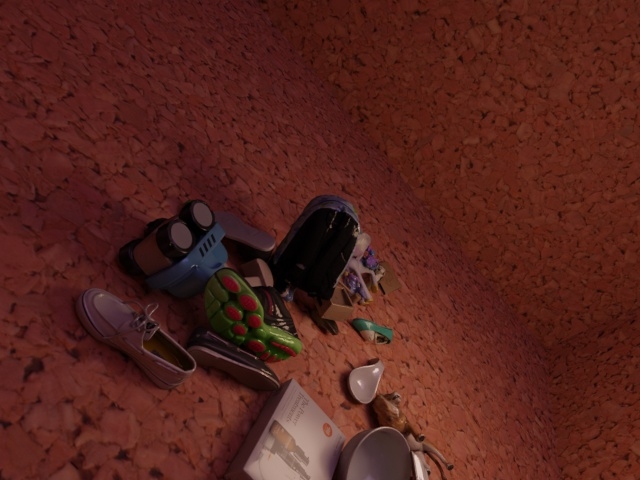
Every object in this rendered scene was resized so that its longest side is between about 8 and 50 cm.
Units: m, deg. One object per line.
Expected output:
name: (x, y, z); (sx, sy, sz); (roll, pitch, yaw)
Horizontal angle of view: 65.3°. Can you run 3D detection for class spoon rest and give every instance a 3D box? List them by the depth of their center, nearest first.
spoon rest: (0.191, 0.550, 2.016); (0.137, 0.084, 0.276); (55, 30, 2)

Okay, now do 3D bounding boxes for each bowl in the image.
bowl: (0.154, 0.757, 1.661); (0.297, 0.134, 0.298); (2, 86, -38)

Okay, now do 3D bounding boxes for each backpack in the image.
backpack: (0.000, 0.000, 1.882); (0.290, 0.356, 0.273); (24, 36, -7)

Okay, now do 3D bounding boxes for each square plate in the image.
square plate: (0.367, 0.942, 1.713); (0.347, 0.049, 0.344); (75, 7, -51)

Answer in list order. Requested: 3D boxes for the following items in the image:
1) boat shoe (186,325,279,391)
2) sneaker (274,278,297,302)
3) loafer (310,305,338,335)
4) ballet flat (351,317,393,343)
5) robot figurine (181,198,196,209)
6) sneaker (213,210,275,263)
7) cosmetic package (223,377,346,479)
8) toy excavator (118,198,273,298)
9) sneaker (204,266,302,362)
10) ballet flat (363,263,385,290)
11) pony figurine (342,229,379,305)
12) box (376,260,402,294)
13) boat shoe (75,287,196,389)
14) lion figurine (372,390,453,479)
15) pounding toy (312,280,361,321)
boat shoe: (-0.259, 0.369, 1.560); (0.335, 0.112, 0.096); (33, 41, -25)
sneaker: (-0.133, 0.159, 1.991); (0.081, 0.080, 0.211); (60, 25, -33)
loafer: (0.016, 0.329, 2.027); (0.148, 0.050, 0.056); (50, 26, 0)
ballet flat: (0.237, 0.413, 2.223); (0.247, 0.083, 0.087); (24, 56, -37)
robot figurine: (-0.452, -0.098, 1.805); (0.115, 0.067, 0.101); (53, 30, -1)
sneaker: (-0.309, 0.002, 1.882); (0.295, 0.147, 0.105); (26, 51, 11)
cosmetic package: (-0.089, 0.655, 1.525); (0.284, 0.097, 0.377); (51, 31, -10)
toy excavator: (-0.365, 0.089, 1.648); (0.445, 0.222, 0.433); (59, 27, -19)
sneaker: (-0.225, 0.231, 1.634); (0.483, 0.185, 0.202); (58, 13, -46)
ballet flat: (0.285, 0.177, 2.494); (0.080, 0.073, 0.232); (48, 39, -4)
pony figurine: (0.133, 0.107, 2.239); (0.351, 0.302, 0.364); (9, 66, -60)
box: (0.343, 0.195, 2.635); (0.201, 0.021, 0.165); (-10, 68, -57)
boat shoe: (-0.478, 0.245, 1.341); (0.367, 0.156, 0.136); (48, 31, -10)
lion figurine: (0.352, 0.777, 1.967); (0.392, 0.142, 0.240); (58, -11, -22)
pounding toy: (0.069, 0.244, 2.055); (0.206, 0.094, 0.181); (17, 31, -36)
